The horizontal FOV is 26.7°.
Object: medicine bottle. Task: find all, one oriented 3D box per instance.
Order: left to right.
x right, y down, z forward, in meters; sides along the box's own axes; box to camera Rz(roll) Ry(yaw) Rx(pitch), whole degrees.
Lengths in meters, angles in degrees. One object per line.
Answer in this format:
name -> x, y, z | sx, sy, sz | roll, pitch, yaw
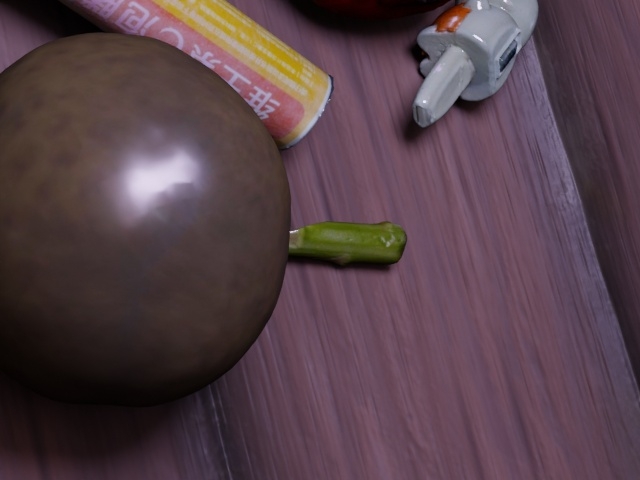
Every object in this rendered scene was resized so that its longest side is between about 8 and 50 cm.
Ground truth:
medicine bottle -> -0.175, -0.235, 1.264 | 0.426, 0.108, 0.108 | 32, 64, -24

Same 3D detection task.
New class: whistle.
whistle -> 0.166, -0.212, 1.462 | 0.101, 0.106, 0.253 | 53, 53, -25

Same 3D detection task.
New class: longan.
longan -> -0.172, -0.018, 1.141 | 0.319, 0.319, 0.319 | 8, 72, -25

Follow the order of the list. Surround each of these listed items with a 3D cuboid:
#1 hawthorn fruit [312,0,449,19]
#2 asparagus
hawthorn fruit -> 0.072, -0.365, 1.407 | 0.230, 0.210, 0.266 | 26, 51, -12
asparagus -> 0.000, 0.000, 1.354 | 0.178, 0.045, 0.041 | 3, 41, -25
